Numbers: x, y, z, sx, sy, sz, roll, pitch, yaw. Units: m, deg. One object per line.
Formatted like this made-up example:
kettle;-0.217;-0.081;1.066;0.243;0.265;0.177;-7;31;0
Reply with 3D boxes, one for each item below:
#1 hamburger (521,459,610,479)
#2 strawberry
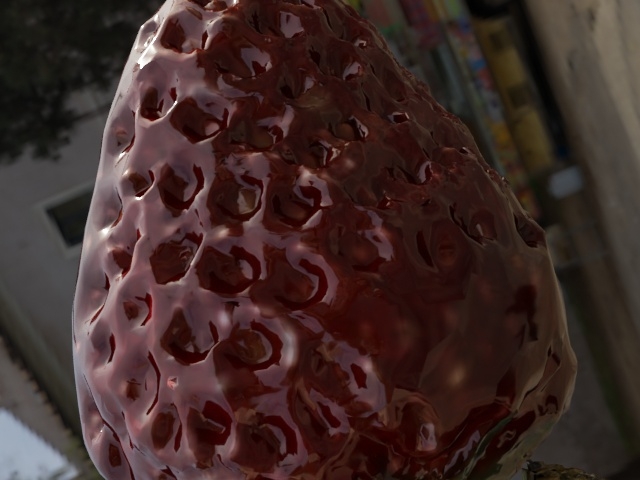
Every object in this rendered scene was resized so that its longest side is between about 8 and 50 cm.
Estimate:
hamburger;0.169;0.207;0.848;0.087;0.102;0.176;83;-175;-46
strawberry;0.000;0.000;0.919;0.295;0.317;0.345;-7;92;64
